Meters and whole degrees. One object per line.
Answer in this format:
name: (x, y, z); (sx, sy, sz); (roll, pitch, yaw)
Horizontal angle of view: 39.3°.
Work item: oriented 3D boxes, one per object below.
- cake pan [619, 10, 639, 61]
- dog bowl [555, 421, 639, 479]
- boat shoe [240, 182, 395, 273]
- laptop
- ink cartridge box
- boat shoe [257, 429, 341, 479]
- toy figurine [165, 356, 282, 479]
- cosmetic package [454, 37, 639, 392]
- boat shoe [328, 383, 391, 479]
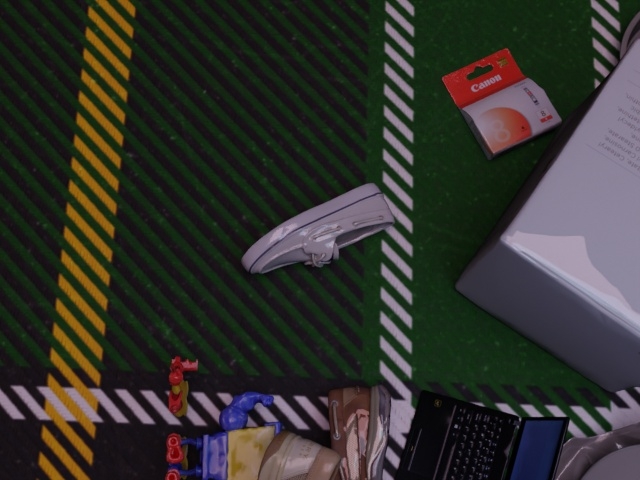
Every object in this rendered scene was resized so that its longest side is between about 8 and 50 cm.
cake pan: (0.678, -0.306, 1.621); (0.293, 0.054, 0.293); (1, 75, -3)
dog bowl: (0.499, 0.432, 1.325); (0.349, 0.102, 0.348); (-11, 63, 23)
boat shoe: (0.000, 0.000, 1.494); (0.268, 0.096, 0.088); (-26, 73, -17)
laptop: (0.222, 0.352, 1.336); (0.264, 0.136, 0.234); (12, 73, 28)
ink cartridge box: (0.323, -0.251, 1.597); (0.145, 0.045, 0.179); (-26, 80, -9)
boat shoe: (-0.043, 0.441, 1.286); (0.110, 0.121, 0.341); (15, 113, 16)
toy figurine: (-0.122, 0.356, 1.349); (0.217, 0.191, 0.362); (1, 76, -7)
cosmetic package: (0.475, -0.022, 1.395); (0.327, 0.329, 0.393); (35, 76, 5)
boat shoe: (0.040, 0.382, 1.386); (0.117, 0.123, 0.324); (5, 68, 5)
